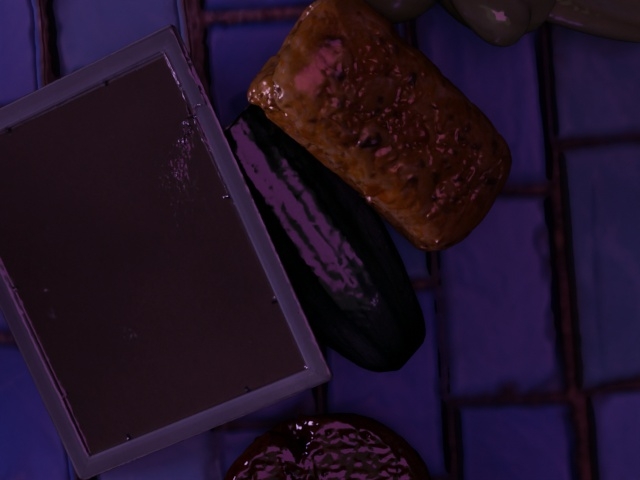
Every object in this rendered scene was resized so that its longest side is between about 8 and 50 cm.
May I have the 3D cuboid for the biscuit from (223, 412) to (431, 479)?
[{"bbox_3d":[0.006,0.229,1.136,0.192,0.049,0.192,0,99,-1],"label":"biscuit"}]

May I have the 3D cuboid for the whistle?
[{"bbox_3d":[0.115,-0.203,1.101,0.294,0.141,0.141,25,91,-22],"label":"whistle"}]

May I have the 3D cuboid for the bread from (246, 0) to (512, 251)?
[{"bbox_3d":[0.050,-0.087,1.076,0.211,0.083,0.114,38,82,-24],"label":"bread"}]

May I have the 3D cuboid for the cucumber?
[{"bbox_3d":[0.000,0.000,1.120,0.115,0.063,0.244,-40,95,0],"label":"cucumber"}]

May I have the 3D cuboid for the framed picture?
[{"bbox_3d":[-0.148,0.014,1.106,0.232,0.019,0.296,-23,93,15],"label":"framed picture"}]
